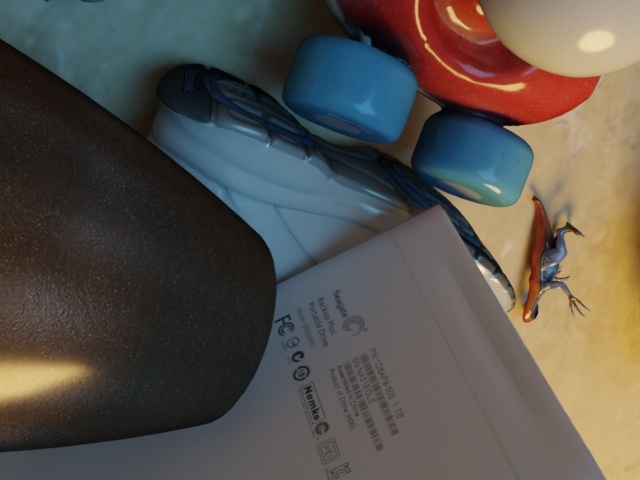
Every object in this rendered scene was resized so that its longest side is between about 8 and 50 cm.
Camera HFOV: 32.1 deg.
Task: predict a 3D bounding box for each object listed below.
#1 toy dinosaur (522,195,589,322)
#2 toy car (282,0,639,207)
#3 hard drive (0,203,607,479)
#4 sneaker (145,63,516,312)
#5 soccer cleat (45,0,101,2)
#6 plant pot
[{"bbox_3d":[0.170,0.022,0.859,0.090,0.047,0.082,38,99,-5],"label":"toy dinosaur"},{"bbox_3d":[0.134,-0.136,0.602,0.210,0.238,0.219,24,85,-37],"label":"toy car"},{"bbox_3d":[-0.053,0.135,0.575,0.353,0.233,0.047,-26,130,2],"label":"hard drive"},{"bbox_3d":[0.000,0.000,0.707,0.297,0.111,0.129,25,109,-30],"label":"sneaker"},{"bbox_3d":[-0.148,-0.205,0.537,0.076,0.068,0.196,-49,130,-22],"label":"soccer cleat"},{"bbox_3d":[-0.143,0.012,0.526,0.230,0.215,0.215,19,101,-32],"label":"plant pot"}]
